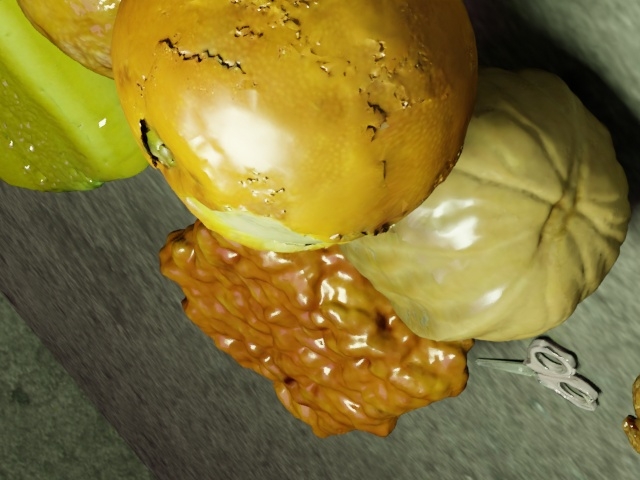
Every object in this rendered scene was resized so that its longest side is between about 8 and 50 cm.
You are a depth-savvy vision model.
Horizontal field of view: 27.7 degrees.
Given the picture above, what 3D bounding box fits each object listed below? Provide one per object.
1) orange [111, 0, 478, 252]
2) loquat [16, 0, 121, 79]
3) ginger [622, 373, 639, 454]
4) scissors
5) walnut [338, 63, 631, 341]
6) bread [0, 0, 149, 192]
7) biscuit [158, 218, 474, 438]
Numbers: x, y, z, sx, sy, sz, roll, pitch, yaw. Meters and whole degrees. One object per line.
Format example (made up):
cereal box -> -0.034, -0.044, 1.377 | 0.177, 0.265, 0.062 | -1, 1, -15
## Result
orange -> -0.016, -0.109, 0.828 | 0.240, 0.240, 0.240 | 37, 156, 19
loquat -> -0.170, -0.241, 1.151 | 0.238, 0.193, 0.238 | 44, 162, 18
ginger -> 0.316, 0.161, 1.130 | 0.073, 0.103, 0.162 | -10, 121, 52
scissors -> 0.218, 0.136, 1.373 | 0.100, 0.015, 0.189 | 50, 158, -19
walnut -> 0.116, -0.030, 1.008 | 0.225, 0.225, 0.261 | 51, 162, -15
bread -> -0.315, -0.224, 1.403 | 0.251, 0.208, 0.376 | 1, 136, 35
biscuit -> -0.015, 0.074, 1.363 | 0.312, 0.110, 0.318 | 44, 153, -9
